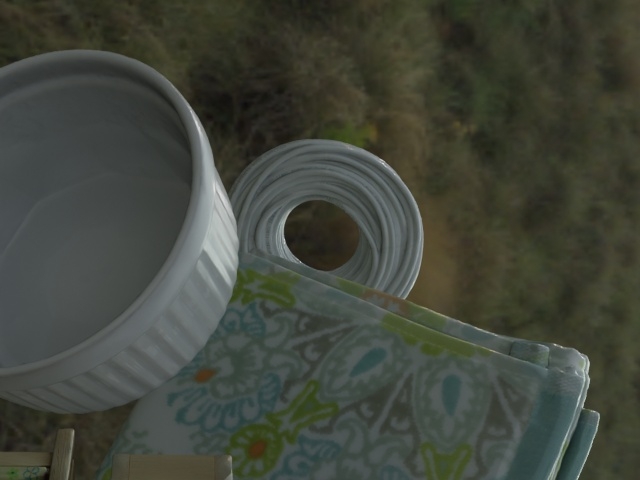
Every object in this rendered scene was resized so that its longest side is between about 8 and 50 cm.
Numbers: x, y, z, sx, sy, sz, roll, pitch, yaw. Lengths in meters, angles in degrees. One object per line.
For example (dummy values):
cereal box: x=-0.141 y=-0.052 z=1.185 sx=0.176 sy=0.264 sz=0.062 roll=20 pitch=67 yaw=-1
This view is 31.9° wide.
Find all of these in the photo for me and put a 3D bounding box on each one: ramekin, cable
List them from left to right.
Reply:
ramekin: x=-0.146 y=0.002 z=0.656 sx=0.109 sy=0.207 sz=0.207 roll=59 pitch=39 yaw=-59
cable: x=0.000 y=0.000 z=1.398 sx=0.089 sy=0.257 sz=0.257 roll=-58 pitch=146 yaw=-78

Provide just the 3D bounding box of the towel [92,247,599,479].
towel: x=-0.008 y=0.201 z=0.809 sx=0.374 sy=0.321 sz=0.090 roll=-61 pitch=151 yaw=-20

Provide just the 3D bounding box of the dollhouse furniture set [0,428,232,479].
dollhouse furniture set: x=-0.124 y=0.094 z=0.449 sx=0.101 sy=0.182 sz=0.161 roll=-98 pitch=-168 yaw=-55
